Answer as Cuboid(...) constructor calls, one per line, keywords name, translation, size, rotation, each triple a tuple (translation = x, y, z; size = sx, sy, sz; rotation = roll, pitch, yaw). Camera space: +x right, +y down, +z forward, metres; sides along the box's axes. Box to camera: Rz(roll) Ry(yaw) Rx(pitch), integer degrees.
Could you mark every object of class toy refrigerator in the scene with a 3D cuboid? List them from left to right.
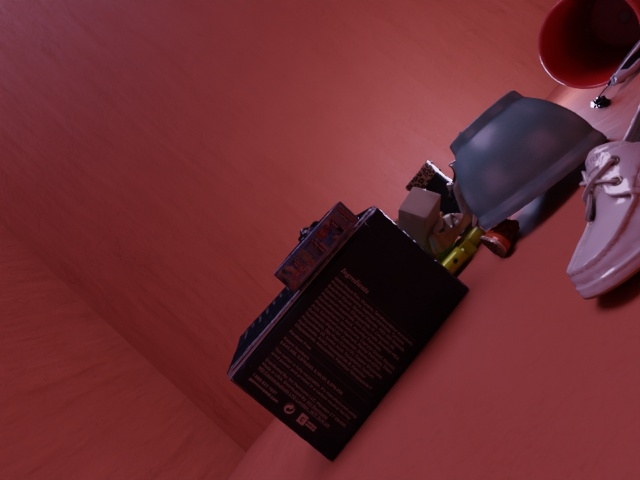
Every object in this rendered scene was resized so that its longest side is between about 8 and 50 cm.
Cuboid(name="toy refrigerator", translation=(0.289, -0.024, 1.343), size=(0.102, 0.094, 0.269), rotation=(-53, -30, -28))

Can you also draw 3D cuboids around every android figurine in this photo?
Cuboid(name="android figurine", translation=(0.367, 0.071, 1.307), size=(0.273, 0.056, 0.248), rotation=(-49, -6, 9))

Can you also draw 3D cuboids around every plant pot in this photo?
Cuboid(name="plant pot", translation=(0.405, -0.189, 0.959), size=(0.293, 0.196, 0.293), rotation=(-38, -7, -5))
Cuboid(name="plant pot", translation=(0.808, -0.601, 1.269), size=(0.243, 0.275, 0.275), rotation=(-36, -12, -25))

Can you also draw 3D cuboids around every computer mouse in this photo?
Cuboid(name="computer mouse", translation=(0.747, -0.408, 1.106), size=(0.193, 0.042, 0.106), rotation=(-59, -14, 21))

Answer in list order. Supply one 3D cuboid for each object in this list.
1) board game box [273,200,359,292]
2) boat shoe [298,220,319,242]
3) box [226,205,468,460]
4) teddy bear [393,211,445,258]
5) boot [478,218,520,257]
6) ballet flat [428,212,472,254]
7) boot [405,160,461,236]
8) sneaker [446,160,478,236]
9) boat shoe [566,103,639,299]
Cuboid(name="board game box", translation=(0.000, 0.000, 0.965), size=(0.194, 0.060, 0.194), rotation=(-47, 3, 12))
Cuboid(name="boat shoe", translation=(-0.022, -0.004, 1.174), size=(0.080, 0.076, 0.228), rotation=(-47, 3, 22))
Cuboid(name="box", translation=(0.039, 0.199, 1.160), size=(0.472, 0.297, 0.480), rotation=(-51, 3, -6))
Cuboid(name="teddy bear", translation=(0.323, 0.034, 1.542), size=(0.338, 0.113, 0.245), rotation=(-12, -67, -20))
Cuboid(name="boot", translation=(0.380, -0.013, 0.940), size=(0.084, 0.059, 0.158), rotation=(-47, -7, 14))
Cuboid(name="ballet flat", translation=(0.382, -0.041, 1.318), size=(0.080, 0.073, 0.232), rotation=(-25, 11, 43))
Cuboid(name="boot", translation=(0.502, -0.197, 1.737), size=(0.377, 0.284, 0.138), rotation=(-45, -9, -46))
Cuboid(name="sneaker", translation=(0.476, -0.142, 1.510), size=(0.100, 0.108, 0.271), rotation=(-63, -30, -75))
Cuboid(name="boat shoe", translation=(0.320, -0.061, 0.475), size=(0.277, 0.096, 0.098), rotation=(-48, -7, -21))
